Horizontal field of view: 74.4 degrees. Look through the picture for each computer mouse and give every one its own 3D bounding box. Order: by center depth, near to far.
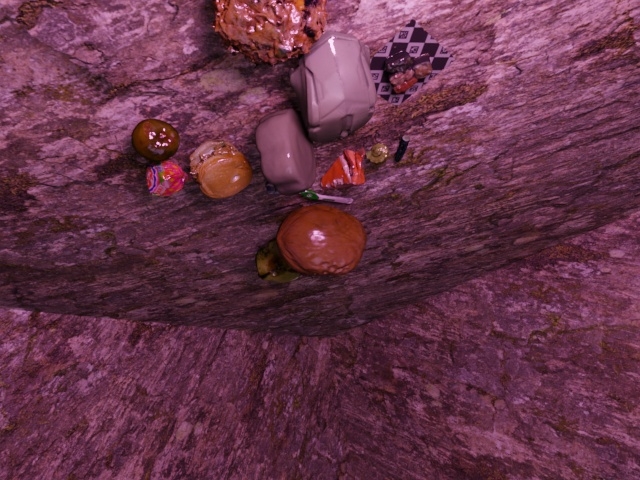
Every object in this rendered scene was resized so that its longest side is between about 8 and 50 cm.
[{"bbox_3d":[0.049,-0.395,1.206,0.229,0.145,0.429,-19,161,-1],"label":"computer mouse"}]

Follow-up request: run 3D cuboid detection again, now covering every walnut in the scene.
[{"bbox_3d":[0.000,0.000,1.821,0.398,0.307,0.354,5,170,-31],"label":"walnut"}]

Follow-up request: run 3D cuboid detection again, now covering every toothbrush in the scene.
[{"bbox_3d":[-0.036,-0.192,1.743,0.419,0.040,0.042,4,149,-34],"label":"toothbrush"}]

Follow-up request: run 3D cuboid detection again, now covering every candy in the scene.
[{"bbox_3d":[-0.428,-0.219,1.504,0.366,0.124,0.124,-2,153,-32],"label":"candy"}]

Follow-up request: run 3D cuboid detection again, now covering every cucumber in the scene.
[{"bbox_3d":[0.302,-0.337,1.573,0.032,0.032,0.133,-6,152,-8],"label":"cucumber"}]

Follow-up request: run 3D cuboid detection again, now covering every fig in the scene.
[{"bbox_3d":[-0.517,-0.286,1.300,0.133,0.126,0.185,-4,152,-41],"label":"fig"}]

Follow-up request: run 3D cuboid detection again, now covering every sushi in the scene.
[{"bbox_3d":[0.251,-0.491,1.239,0.220,0.047,0.231,16,144,-40],"label":"sushi"}]

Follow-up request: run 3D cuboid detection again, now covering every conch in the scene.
[{"bbox_3d":[0.213,-0.319,1.561,0.089,0.073,0.121,10,180,20],"label":"conch"}]

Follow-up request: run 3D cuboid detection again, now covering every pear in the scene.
[{"bbox_3d":[-0.165,0.098,2.129,0.238,0.163,0.256,-35,150,23],"label":"pear"}]

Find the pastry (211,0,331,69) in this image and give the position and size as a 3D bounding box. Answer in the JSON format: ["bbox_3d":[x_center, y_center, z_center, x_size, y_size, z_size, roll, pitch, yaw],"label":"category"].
[{"bbox_3d":[-0.112,-0.503,0.936,0.275,0.192,0.274,-6,153,-3],"label":"pastry"}]

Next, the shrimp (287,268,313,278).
[{"bbox_3d":[-0.084,0.148,1.965,0.102,0.042,0.190,-7,-172,-30],"label":"shrimp"}]

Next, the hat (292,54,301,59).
[{"bbox_3d":[-0.079,-0.512,1.109,0.087,0.042,0.058,22,157,12],"label":"hat"}]

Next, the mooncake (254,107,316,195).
[{"bbox_3d":[-0.107,-0.272,1.318,0.135,0.274,0.275,-12,153,17],"label":"mooncake"}]

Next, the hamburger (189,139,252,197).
[{"bbox_3d":[-0.336,-0.237,1.425,0.190,0.122,0.215,-36,150,2],"label":"hamburger"}]

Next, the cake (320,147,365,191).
[{"bbox_3d":[0.087,-0.236,1.622,0.098,0.135,0.287,-12,166,-27],"label":"cake"}]
